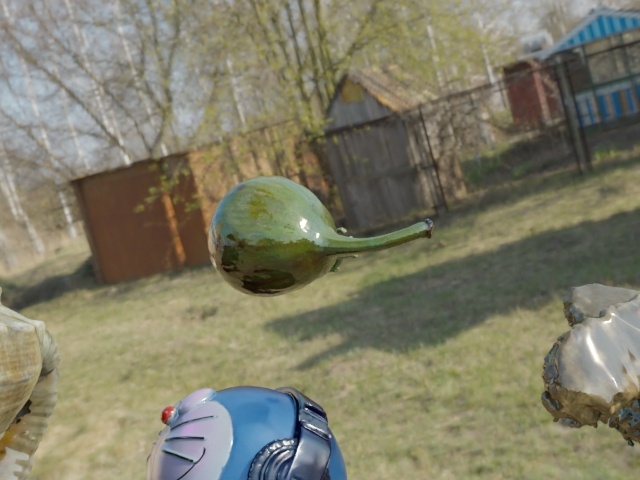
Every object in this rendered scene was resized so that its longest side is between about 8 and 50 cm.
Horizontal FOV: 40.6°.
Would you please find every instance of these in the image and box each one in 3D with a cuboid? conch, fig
[{"bbox_3d":[-0.393,0.185,0.868,0.210,0.352,0.297,27,1,14],"label":"conch"},{"bbox_3d":[-0.001,0.001,0.931,0.245,0.149,0.149,2,16,31],"label":"fig"}]

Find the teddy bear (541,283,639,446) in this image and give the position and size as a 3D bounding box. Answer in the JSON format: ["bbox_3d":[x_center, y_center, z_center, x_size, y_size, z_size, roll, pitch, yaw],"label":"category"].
[{"bbox_3d":[0.305,0.140,0.788,0.296,0.246,0.222,-29,-25,-32],"label":"teddy bear"}]

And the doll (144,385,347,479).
[{"bbox_3d":[-0.100,0.300,0.954,0.284,0.240,0.310,-36,25,48],"label":"doll"}]

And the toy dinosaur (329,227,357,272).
[{"bbox_3d":[0.000,0.001,1.102,0.060,0.119,0.029,-29,35,26],"label":"toy dinosaur"}]
